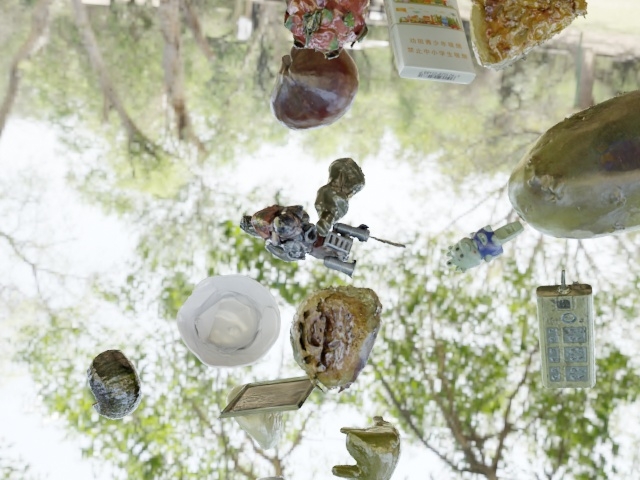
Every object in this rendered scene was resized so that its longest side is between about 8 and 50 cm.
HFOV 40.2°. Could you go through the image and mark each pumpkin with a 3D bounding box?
[{"bbox_3d":[-0.499,0.367,2.143,0.119,0.183,0.107,-21,-145,-27],"label":"pumpkin"}]

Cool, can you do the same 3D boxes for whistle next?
[{"bbox_3d":[0.468,0.012,2.496,0.244,0.092,0.110,-28,-123,3],"label":"whistle"}]

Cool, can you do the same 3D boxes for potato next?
[{"bbox_3d":[0.426,-0.105,1.274,0.307,0.210,0.173,-19,170,5],"label":"potato"}]

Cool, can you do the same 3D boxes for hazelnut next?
[{"bbox_3d":[-0.020,-0.318,1.817,0.178,0.204,0.178,37,-151,-25],"label":"hazelnut"}]

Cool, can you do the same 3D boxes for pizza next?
[{"bbox_3d":[0.401,-0.474,1.658,0.226,0.335,0.086,19,174,30],"label":"pizza"}]

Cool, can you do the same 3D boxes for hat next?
[{"bbox_3d":[-0.183,0.165,1.752,0.203,0.203,0.126,3,171,-6],"label":"hat"}]

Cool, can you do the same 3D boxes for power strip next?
[{"bbox_3d":[0.421,0.154,1.497,0.092,0.268,0.034,-3,-144,15],"label":"power strip"}]

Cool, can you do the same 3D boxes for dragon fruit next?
[{"bbox_3d":[0.019,-0.397,1.405,0.137,0.236,0.135,-3,151,26],"label":"dragon fruit"}]

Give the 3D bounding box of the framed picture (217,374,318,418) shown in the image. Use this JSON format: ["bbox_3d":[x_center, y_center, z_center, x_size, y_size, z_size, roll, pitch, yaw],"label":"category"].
[{"bbox_3d":[-0.134,0.418,2.364,0.252,0.014,0.197,-12,-166,24],"label":"framed picture"}]

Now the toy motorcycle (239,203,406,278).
[{"bbox_3d":[0.000,0.000,2.102,0.401,0.134,0.207,19,167,-3],"label":"toy motorcycle"}]

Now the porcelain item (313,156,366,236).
[{"bbox_3d":[0.027,-0.083,1.729,0.069,0.081,0.215,-15,-153,28],"label":"porcelain item"}]

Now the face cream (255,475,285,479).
[{"bbox_3d":[-0.126,0.785,2.347,0.071,0.291,0.144,3,163,-28],"label":"face cream"}]

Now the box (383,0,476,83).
[{"bbox_3d":[0.160,-0.341,1.350,0.122,0.220,0.032,2,151,-18],"label":"box"}]

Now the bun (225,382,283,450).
[{"bbox_3d":[-0.195,0.546,2.767,0.145,0.229,0.229,-40,-153,-12],"label":"bun"}]

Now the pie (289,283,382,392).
[{"bbox_3d":[0.029,0.243,2.256,0.308,0.308,0.085,16,-176,41],"label":"pie"}]

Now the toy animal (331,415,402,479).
[{"bbox_3d":[0.136,0.704,2.592,0.180,0.363,0.181,23,-162,38],"label":"toy animal"}]
